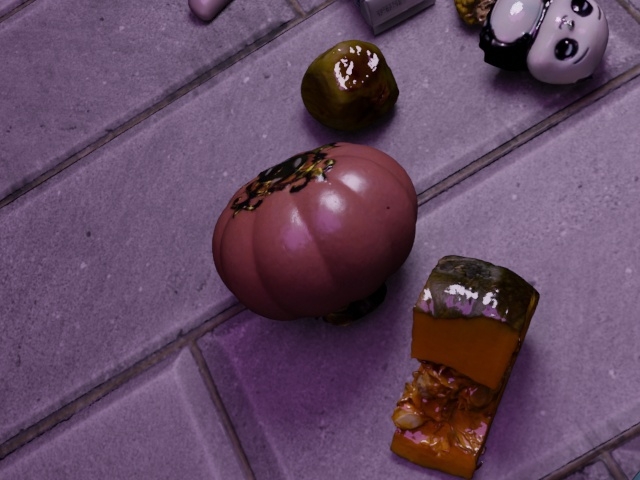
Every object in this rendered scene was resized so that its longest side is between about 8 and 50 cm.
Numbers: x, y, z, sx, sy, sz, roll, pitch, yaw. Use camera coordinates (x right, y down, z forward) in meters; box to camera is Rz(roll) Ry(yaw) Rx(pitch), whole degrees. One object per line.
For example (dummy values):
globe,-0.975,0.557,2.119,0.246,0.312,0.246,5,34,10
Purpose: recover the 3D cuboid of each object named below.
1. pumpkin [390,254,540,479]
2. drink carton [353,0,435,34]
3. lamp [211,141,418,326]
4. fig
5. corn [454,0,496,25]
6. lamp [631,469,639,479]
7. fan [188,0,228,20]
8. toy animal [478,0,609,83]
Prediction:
pumpkin,0.182,0.161,0.881,0.139,0.190,0.280,17,76,20
drink carton,0.078,-0.533,1.224,0.130,0.106,0.315,-28,65,5
lamp,0.000,0.000,0.970,0.305,0.240,0.305,-23,22,9
fig,0.039,-0.251,1.111,0.165,0.144,0.154,-5,32,36
corn,0.267,-0.475,1.157,0.097,0.097,0.262,-9,66,12
lamp,0.423,0.351,0.763,0.284,0.147,0.209,-20,63,-2
fan,-0.162,-0.530,1.314,0.130,0.074,0.244,44,91,14
toy animal,0.357,-0.330,1.050,0.179,0.138,0.166,27,95,28
